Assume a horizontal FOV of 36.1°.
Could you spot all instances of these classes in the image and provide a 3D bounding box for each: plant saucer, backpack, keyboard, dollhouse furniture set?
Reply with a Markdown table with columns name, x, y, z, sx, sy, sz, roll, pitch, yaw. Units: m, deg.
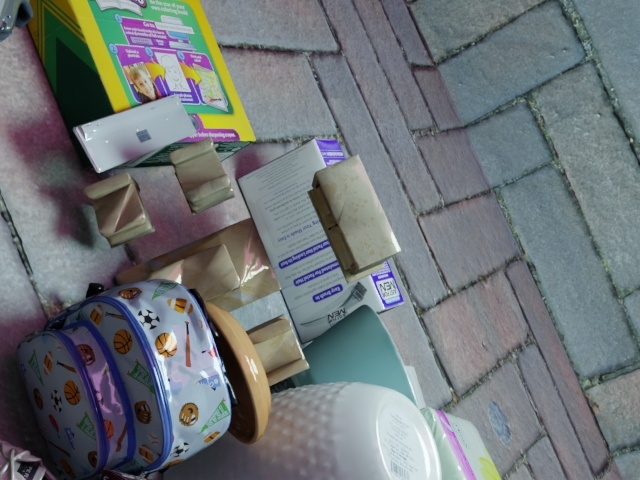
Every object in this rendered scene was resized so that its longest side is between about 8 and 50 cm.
| name | x | y | z | sx | sy | sz | roll | pitch | yaw |
| --- | --- | --- | --- | --- | --- | --- | --- | --- | --- |
| plant saucer | -0.119 | 0.165 | 1.267 | 0.037 | 0.200 | 0.200 | -23 | 87 | -25 |
| backpack | -0.235 | 0.170 | 1.211 | 0.213 | 0.263 | 0.276 | -24 | 88 | -46 |
| keyboard | -0.272 | -0.165 | 1.474 | 0.256 | 0.014 | 0.072 | -36 | 105 | -57 |
| dollhouse furniture set | -0.102 | 0.033 | 1.501 | 0.256 | 0.394 | 0.362 | 111 | -45 | -84 |

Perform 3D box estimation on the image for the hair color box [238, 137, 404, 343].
| name | x | y | z | sx | sy | sz | roll | pitch | yaw |
| --- | --- | --- | --- | --- | --- | --- | --- | --- | --- |
| hair color box | 0.000 | 0.000 | 1.831 | 0.110 | 0.185 | 0.338 | -6 | 73 | -62 |

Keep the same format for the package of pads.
| name | x | y | z | sx | sy | sz | roll | pitch | yaw |
| --- | --- | --- | --- | --- | --- | --- | --- | --- | --- |
| package of pads | 0.261 | 0.455 | 1.770 | 0.229 | 0.101 | 0.296 | 30 | 32 | -57 |

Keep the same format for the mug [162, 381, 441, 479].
| name | x | y | z | sx | sy | sz | roll | pitch | yaw |
| --- | --- | --- | --- | --- | --- | --- | --- | --- | --- |
| mug | 0.018 | 0.372 | 1.402 | 0.374 | 0.328 | 0.276 | 49 | 32 | -26 |

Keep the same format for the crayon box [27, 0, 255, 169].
| name | x | y | z | sx | sy | sz | roll | pitch | yaw |
| --- | --- | --- | --- | --- | --- | --- | --- | --- | --- |
| crayon box | -0.297 | -0.285 | 1.645 | 0.363 | 0.106 | 0.313 | -11 | 76 | -60 |

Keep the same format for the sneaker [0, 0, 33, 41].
| name | x | y | z | sx | sy | sz | roll | pitch | yaw |
| --- | --- | --- | --- | --- | --- | --- | --- | --- | --- |
| sneaker | -0.489 | -0.321 | 1.352 | 0.121 | 0.111 | 0.300 | 60 | 30 | -17 |

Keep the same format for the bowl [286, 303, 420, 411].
| name | x | y | z | sx | sy | sz | roll | pitch | yaw |
| --- | --- | --- | --- | --- | --- | --- | --- | --- | --- |
| bowl | 0.047 | 0.278 | 1.632 | 0.311 | 0.163 | 0.311 | 162 | -90 | -80 |

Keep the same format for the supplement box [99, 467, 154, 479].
| name | x | y | z | sx | sy | sz | roll | pitch | yaw |
| --- | --- | --- | --- | --- | --- | --- | --- | --- | --- |
| supplement box | -0.227 | 0.393 | 1.116 | 0.130 | 0.073 | 0.239 | 31 | 77 | -46 |

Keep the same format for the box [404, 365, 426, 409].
| name | x | y | z | sx | sy | sz | roll | pitch | yaw |
| --- | --- | --- | --- | --- | --- | --- | --- | --- | --- |
| box | 0.135 | 0.304 | 1.900 | 0.087 | 0.101 | 0.102 | 16 | 52 | -54 |

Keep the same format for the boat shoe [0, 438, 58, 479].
| name | x | y | z | sx | sy | sz | roll | pitch | yaw |
| --- | --- | --- | --- | --- | --- | --- | --- | --- | --- |
| boat shoe | -0.351 | 0.276 | 1.109 | 0.267 | 0.088 | 0.096 | 55 | 30 | -18 |
